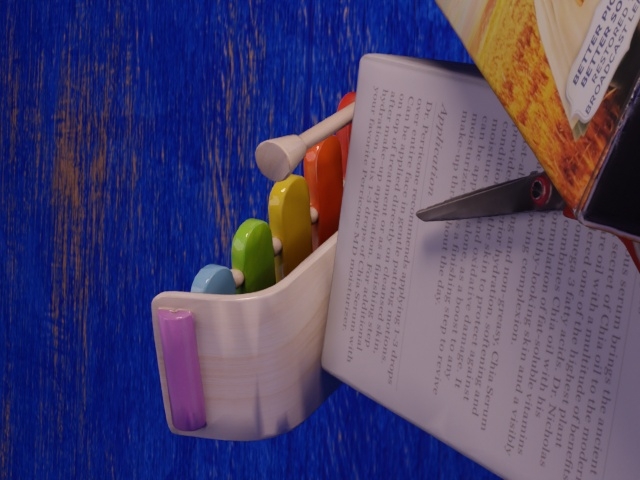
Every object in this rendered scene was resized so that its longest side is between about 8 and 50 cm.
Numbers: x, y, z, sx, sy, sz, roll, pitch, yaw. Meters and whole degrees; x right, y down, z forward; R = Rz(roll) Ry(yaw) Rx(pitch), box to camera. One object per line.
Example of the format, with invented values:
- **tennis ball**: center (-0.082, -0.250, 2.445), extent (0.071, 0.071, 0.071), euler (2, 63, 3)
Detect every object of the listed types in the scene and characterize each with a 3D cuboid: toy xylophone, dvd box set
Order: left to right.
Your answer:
- **toy xylophone**: center (0.000, 0.000, 1.254), extent (0.081, 0.322, 0.236), euler (13, 115, 28)
- **dvd box set**: center (0.154, -0.227, 0.892), extent (0.420, 0.062, 0.308), euler (-109, 37, -59)

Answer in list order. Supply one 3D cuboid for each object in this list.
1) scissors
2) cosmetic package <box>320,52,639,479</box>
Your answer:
- **scissors**: center (0.135, -0.037, 0.929), extent (0.297, 0.021, 0.109), euler (21, 107, 62)
- **cosmetic package**: center (0.180, 0.029, 1.024), extent (0.453, 0.161, 0.230), euler (26, 111, 61)
